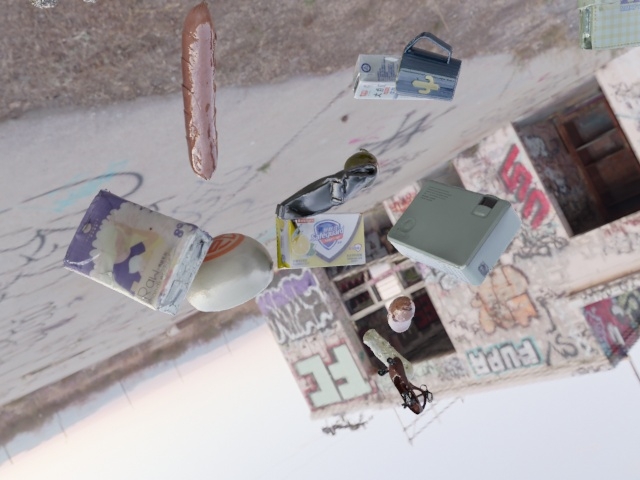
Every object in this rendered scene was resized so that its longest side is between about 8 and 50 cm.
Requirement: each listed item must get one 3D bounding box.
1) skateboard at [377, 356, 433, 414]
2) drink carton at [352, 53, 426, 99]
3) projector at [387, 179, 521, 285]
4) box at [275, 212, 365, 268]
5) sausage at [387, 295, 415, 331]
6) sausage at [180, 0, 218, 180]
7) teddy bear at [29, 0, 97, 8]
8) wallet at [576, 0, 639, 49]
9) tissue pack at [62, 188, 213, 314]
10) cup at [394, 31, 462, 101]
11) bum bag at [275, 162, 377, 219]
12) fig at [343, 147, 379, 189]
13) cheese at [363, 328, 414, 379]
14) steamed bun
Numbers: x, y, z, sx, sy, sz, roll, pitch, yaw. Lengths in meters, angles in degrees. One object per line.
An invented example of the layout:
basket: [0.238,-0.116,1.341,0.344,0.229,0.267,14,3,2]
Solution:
skateboard: [0.213,0.352,1.417,0.080,0.151,0.067,-11,144,-34]
drink carton: [0.268,-0.539,1.918,0.314,0.107,0.130,0,167,-6]
projector: [0.305,-0.022,1.329,0.192,0.099,0.256,-54,-143,-8]
box: [0.000,0.000,1.763,0.265,0.169,0.097,-1,179,-29]
sausage: [0.285,0.263,2.069,0.094,0.094,0.419,-36,165,-3]
sausage: [-0.295,-0.357,1.425,0.087,0.433,0.088,3,-157,-1]
teddy bear: [-0.467,-0.538,1.135,0.251,0.182,0.129,-8,158,-4]
wallet: [0.782,-0.667,1.533,0.223,0.310,0.077,-10,-171,-14]
tissue pack: [-0.486,0.028,1.554,0.243,0.343,0.125,-66,162,-10]
cup: [0.290,-0.454,1.531,0.177,0.155,0.131,96,14,-45]
bum bag: [0.009,-0.110,1.476,0.326,0.080,0.142,-26,168,33]
fig: [0.149,-0.266,1.991,0.124,0.124,0.236,-27,-157,26]
cheese: [0.204,0.344,1.733,0.043,0.194,0.065,-38,-169,38]
steamed bun: [-0.287,0.078,1.733,0.282,0.177,0.283,-18,-159,7]
